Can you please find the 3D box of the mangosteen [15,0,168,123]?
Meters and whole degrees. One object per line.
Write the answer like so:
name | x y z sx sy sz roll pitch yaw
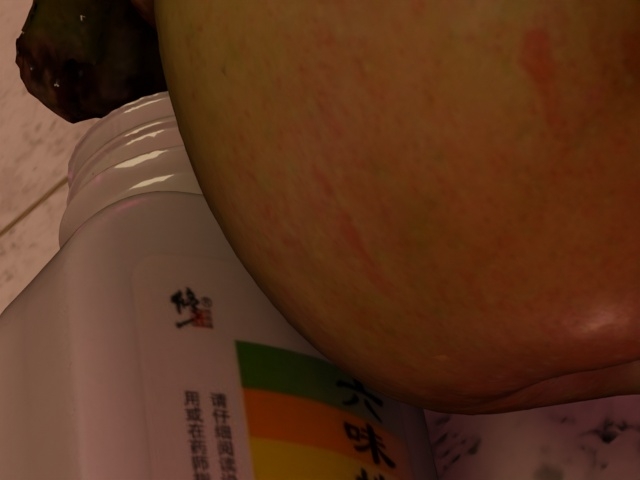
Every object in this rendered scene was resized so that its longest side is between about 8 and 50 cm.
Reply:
mangosteen | -0.064 -0.289 0.814 0.421 0.381 0.381 -45 42 -3

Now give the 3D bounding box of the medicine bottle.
medicine bottle | -0.037 0.092 0.651 0.124 0.179 0.324 -45 40 35

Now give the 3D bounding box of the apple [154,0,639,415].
apple | 0.094 -0.076 0.590 0.319 0.319 0.277 -6 76 37
